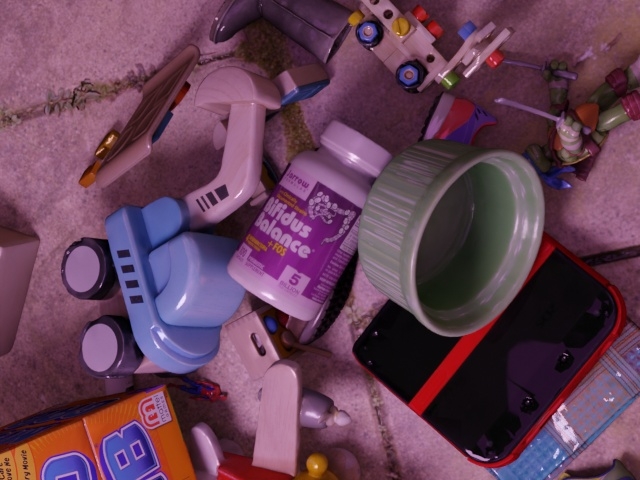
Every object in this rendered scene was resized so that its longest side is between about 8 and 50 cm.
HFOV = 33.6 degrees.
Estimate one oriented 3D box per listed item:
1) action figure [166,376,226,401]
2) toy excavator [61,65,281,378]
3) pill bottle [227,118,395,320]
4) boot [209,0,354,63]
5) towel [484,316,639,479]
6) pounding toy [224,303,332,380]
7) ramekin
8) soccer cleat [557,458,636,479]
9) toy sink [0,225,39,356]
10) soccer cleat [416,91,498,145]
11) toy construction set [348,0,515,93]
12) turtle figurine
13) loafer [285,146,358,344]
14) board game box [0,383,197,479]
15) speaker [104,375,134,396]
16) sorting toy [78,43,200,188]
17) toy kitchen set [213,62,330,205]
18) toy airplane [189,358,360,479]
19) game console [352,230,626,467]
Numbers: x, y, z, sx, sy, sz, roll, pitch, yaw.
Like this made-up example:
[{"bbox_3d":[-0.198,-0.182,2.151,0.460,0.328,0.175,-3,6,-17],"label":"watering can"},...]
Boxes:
[{"bbox_3d":[-0.229,0.277,1.972,0.115,0.030,0.038,15,93,8],"label":"action figure"},{"bbox_3d":[-0.211,-0.017,1.794,0.445,0.222,0.433,-27,70,26],"label":"toy excavator"},{"bbox_3d":[-0.008,-0.037,1.706,0.169,0.169,0.302,31,92,8],"label":"pill bottle"},{"bbox_3d":[-0.068,-0.376,1.864,0.208,0.076,0.190,36,103,0],"label":"boot"},{"bbox_3d":[0.382,0.245,1.835,0.271,0.040,0.370,44,102,4],"label":"towel"},{"bbox_3d":[-0.073,0.180,1.888,0.100,0.130,0.141,-28,89,25],"label":"pounding toy"},{"bbox_3d":[0.201,-0.015,1.674,0.148,0.303,0.304,26,102,44],"label":"ramekin"},{"bbox_3d":[0.417,0.473,1.837,0.289,0.093,0.121,-29,58,17],"label":"soccer cleat"},{"bbox_3d":[-0.641,0.094,1.978,0.131,0.153,0.234,18,99,10],"label":"toy sink"},{"bbox_3d":[0.198,-0.089,1.812,0.116,0.108,0.318,21,96,5],"label":"soccer cleat"},{"bbox_3d":[0.171,-0.374,1.767,0.215,0.151,0.328,-43,69,10],"label":"toy construction set"},{"bbox_3d":[0.417,-0.236,1.704,0.266,0.198,0.275,-28,93,13],"label":"turtle figurine"},{"bbox_3d":[0.000,0.000,1.857,0.130,0.134,0.366,16,88,14],"label":"loafer"},{"bbox_3d":[-0.445,0.486,1.804,0.356,0.356,0.357,-17,92,44],"label":"board game box"},{"bbox_3d":[-0.375,0.314,1.991,0.055,0.055,0.136,-3,94,12],"label":"speaker"},{"bbox_3d":[-0.319,-0.196,1.861,0.041,0.307,0.229,34,58,-22],"label":"sorting toy"},{"bbox_3d":[-0.061,-0.184,1.869,0.207,0.122,0.166,-32,88,33],"label":"toy kitchen set"},{"bbox_3d":[-0.056,0.435,1.858,0.386,0.272,0.384,-42,72,48],"label":"toy airplane"},{"bbox_3d":[0.287,0.156,1.811,0.342,0.060,0.387,41,98,21],"label":"game console"}]
